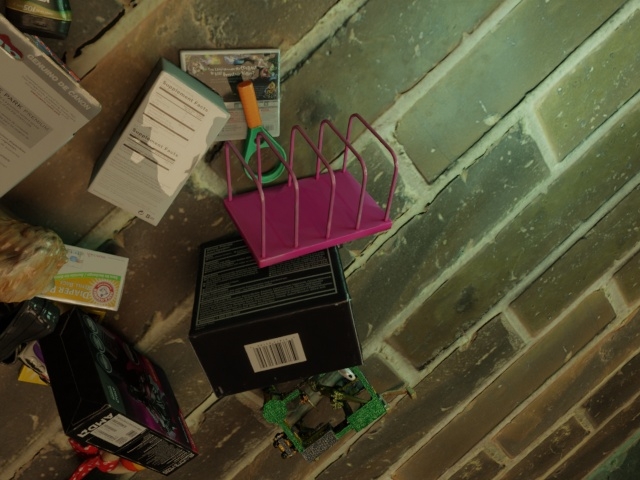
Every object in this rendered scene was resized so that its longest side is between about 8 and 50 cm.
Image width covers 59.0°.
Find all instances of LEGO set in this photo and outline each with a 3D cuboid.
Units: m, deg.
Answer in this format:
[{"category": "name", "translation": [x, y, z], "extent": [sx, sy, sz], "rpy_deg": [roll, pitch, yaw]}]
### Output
[{"category": "LEGO set", "translation": [0.007, 0.409, 1.492], "extent": [0.331, 0.192, 0.255], "rpy_deg": [-44, 96, -2]}]

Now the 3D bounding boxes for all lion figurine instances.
[{"category": "lion figurine", "translation": [-0.612, -0.010, 0.896], "extent": [0.240, 0.392, 0.142], "rpy_deg": [-50, 171, -19]}]

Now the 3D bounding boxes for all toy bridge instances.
[{"category": "toy bridge", "translation": [0.184, 0.476, 1.644], "extent": [0.188, 0.063, 0.026], "rpy_deg": [-26, 124, -12]}]

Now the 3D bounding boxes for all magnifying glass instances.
[{"category": "magnifying glass", "translation": [-0.124, -0.208, 1.121], "extent": [0.092, 0.026, 0.231], "rpy_deg": [-21, 135, -10]}]

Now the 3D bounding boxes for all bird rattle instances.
[{"category": "bird rattle", "translation": [-0.453, 0.506, 1.330], "extent": [0.253, 0.143, 0.207], "rpy_deg": [-34, 142, -1]}]

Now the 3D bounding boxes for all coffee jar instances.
[{"category": "coffee jar", "translation": [-0.427, -0.408, 0.865], "extent": [0.096, 0.079, 0.185], "rpy_deg": [2, 116, -30]}]

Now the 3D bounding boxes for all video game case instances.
[{"category": "video game case", "translation": [-0.171, -0.280, 1.092], "extent": [0.190, 0.022, 0.173], "rpy_deg": [-8, 120, -20]}]

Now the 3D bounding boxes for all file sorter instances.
[{"category": "file sorter", "translation": [-0.023, -0.114, 1.104], "extent": [0.290, 0.202, 0.182], "rpy_deg": [-16, 137, -22]}]

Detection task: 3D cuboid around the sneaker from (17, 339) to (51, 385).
[{"category": "sneaker", "translation": [-0.535, 0.255, 1.152], "extent": [0.071, 0.068, 0.170], "rpy_deg": [-59, 150, -34]}]

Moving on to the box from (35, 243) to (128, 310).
[{"category": "box", "translation": [-0.480, 0.064, 1.057], "extent": [0.203, 0.114, 0.103], "rpy_deg": [16, 76, -32]}]

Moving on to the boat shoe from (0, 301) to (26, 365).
[{"category": "boat shoe", "translation": [-0.624, 0.137, 1.076], "extent": [0.081, 0.069, 0.228], "rpy_deg": [-18, 123, -15]}]

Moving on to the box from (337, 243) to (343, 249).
[{"category": "box", "translation": [0.000, 0.000, 1.298], "extent": [0.083, 0.062, 0.052], "rpy_deg": [-25, 123, -9]}]

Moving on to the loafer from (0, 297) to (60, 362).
[{"category": "loafer", "translation": [-0.563, 0.160, 1.005], "extent": [0.223, 0.076, 0.078], "rpy_deg": [-28, 129, 19]}]

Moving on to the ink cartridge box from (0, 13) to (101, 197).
[{"category": "ink cartridge box", "translation": [-0.516, -0.251, 0.831], "extent": [0.271, 0.130, 0.309], "rpy_deg": [-31, 128, 17]}]

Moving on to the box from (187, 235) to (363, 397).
[{"category": "box", "translation": [-0.088, 0.123, 1.143], "extent": [0.296, 0.294, 0.183], "rpy_deg": [-13, 125, 2]}]

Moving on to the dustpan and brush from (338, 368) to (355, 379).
[{"category": "dustpan and brush", "translation": [0.002, 0.261, 1.368], "extent": [0.211, 0.060, 0.147], "rpy_deg": [38, 98, 5]}]

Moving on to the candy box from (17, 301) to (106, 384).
[{"category": "candy box", "translation": [-0.541, 0.216, 1.184], "extent": [0.105, 0.027, 0.206], "rpy_deg": [22, 105, -30]}]

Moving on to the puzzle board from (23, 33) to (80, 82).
[{"category": "puzzle board", "translation": [-0.487, -0.286, 0.946], "extent": [0.096, 0.011, 0.128], "rpy_deg": [-41, 126, 0]}]

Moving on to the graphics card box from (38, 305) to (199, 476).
[{"category": "graphics card box", "translation": [-0.387, 0.309, 1.116], "extent": [0.094, 0.233, 0.371], "rpy_deg": [-32, 145, -5]}]

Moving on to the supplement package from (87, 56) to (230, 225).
[{"category": "supplement package", "translation": [-0.288, -0.177, 1.006], "extent": [0.133, 0.139, 0.244], "rpy_deg": [30, 104, -28]}]
